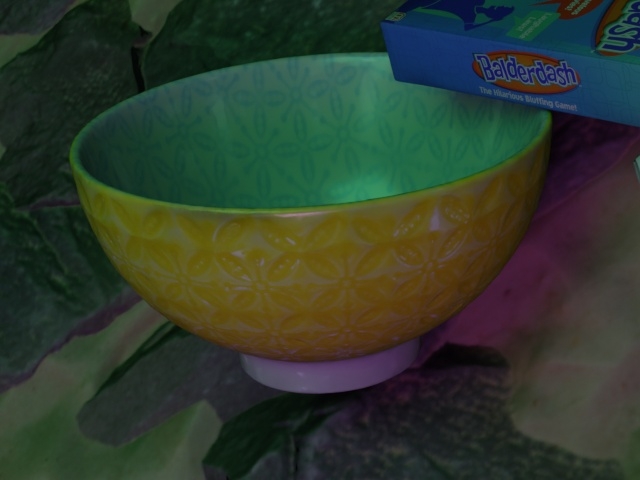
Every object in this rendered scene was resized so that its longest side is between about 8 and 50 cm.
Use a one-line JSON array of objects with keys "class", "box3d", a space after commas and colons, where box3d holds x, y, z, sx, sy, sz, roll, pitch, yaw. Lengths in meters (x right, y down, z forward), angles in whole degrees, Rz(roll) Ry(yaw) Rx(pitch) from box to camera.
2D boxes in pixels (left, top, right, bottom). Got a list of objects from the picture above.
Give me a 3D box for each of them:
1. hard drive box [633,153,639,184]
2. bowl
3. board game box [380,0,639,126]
[{"class": "hard drive box", "box3d": [0.292, -0.025, 0.969, 0.232, 0.089, 0.181, -34, 36, 23]}, {"class": "bowl", "box3d": [0.000, 0.000, 1.162, 0.289, 0.289, 0.156, 14, 119, 40]}, {"class": "board game box", "box3d": [0.167, -0.139, 1.150, 0.210, 0.047, 0.160, 15, 44, 40]}]
